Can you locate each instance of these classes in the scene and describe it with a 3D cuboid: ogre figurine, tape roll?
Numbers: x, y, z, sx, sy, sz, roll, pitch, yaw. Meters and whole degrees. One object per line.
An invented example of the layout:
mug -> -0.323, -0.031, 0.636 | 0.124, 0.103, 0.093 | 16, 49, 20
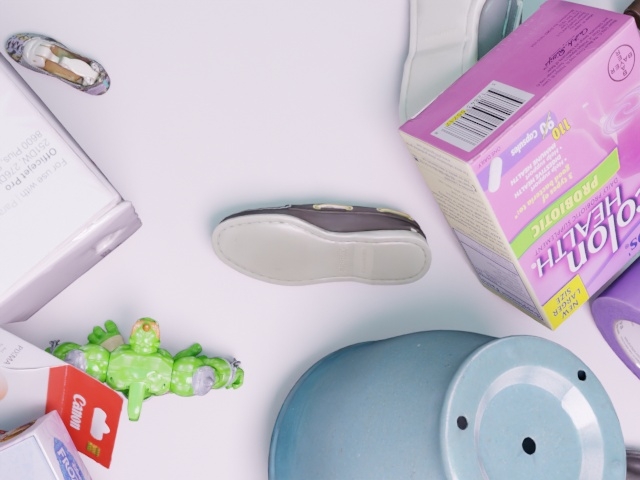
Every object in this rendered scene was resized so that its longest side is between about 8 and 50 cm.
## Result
ogre figurine -> -0.173, 0.127, 0.920 | 0.197, 0.118, 0.097 | 27, 83, -7
tape roll -> 0.380, 0.103, 0.969 | 0.080, 0.189, 0.189 | -42, 93, -8

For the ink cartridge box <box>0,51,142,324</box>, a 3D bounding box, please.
ink cartridge box -> -0.351, -0.119, 0.822 | 0.166, 0.285, 0.395 | -42, 93, -7

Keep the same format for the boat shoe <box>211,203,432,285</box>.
boat shoe -> 0.000, 0.000, 0.982 | 0.227, 0.069, 0.081 | 6, 121, -6

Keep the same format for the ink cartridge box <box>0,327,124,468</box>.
ink cartridge box -> -0.279, 0.155, 0.879 | 0.179, 0.145, 0.045 | 29, 46, 6

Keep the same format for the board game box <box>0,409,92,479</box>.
board game box -> -0.317, 0.365, 0.859 | 0.318, 0.066, 0.318 | -24, 96, 5

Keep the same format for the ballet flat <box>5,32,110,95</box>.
ballet flat -> -0.271, -0.187, 0.964 | 0.114, 0.041, 0.041 | 24, 83, -6

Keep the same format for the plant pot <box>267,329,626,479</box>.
plant pot -> 0.126, 0.201, 0.851 | 0.271, 0.255, 0.272 | 9, 69, -24

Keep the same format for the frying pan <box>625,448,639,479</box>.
frying pan -> 0.382, 0.286, 1.015 | 0.326, 0.053, 0.197 | -38, 73, -18

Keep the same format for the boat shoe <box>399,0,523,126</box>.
boat shoe -> 0.165, -0.239, 1.022 | 0.099, 0.116, 0.320 | 28, 71, -49

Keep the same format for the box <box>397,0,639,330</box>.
box -> 0.233, -0.074, 0.939 | 0.213, 0.117, 0.243 | -40, 127, -9

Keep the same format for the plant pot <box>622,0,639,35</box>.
plant pot -> 0.458, -0.251, 1.011 | 0.230, 0.215, 0.215 | -25, 91, 5
